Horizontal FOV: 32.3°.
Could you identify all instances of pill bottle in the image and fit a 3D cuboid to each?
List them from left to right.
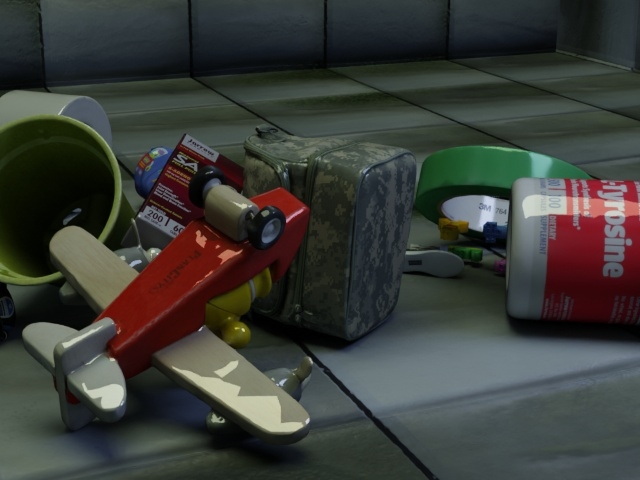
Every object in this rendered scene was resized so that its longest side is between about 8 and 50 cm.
[{"bbox_3d":[0.501,0.020,1.739,0.407,0.229,0.229,2,19,7],"label":"pill bottle"}]

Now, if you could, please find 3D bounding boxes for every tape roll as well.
[{"bbox_3d":[-0.572,-0.188,2.320,0.169,0.246,0.246,8,20,19],"label":"tape roll"},{"bbox_3d":[0.334,-0.075,1.992,0.321,0.077,0.321,10,-15,3],"label":"tape roll"}]

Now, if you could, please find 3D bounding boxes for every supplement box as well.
[{"bbox_3d":[-0.207,-0.053,1.734,0.130,0.073,0.239,30,37,-10],"label":"supplement box"}]

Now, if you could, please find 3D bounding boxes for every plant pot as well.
[{"bbox_3d":[-0.413,-0.028,1.791,0.276,0.276,0.254,4,-16,11],"label":"plant pot"}]

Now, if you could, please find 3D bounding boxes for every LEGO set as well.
[{"bbox_3d":[0.259,0.006,1.988,0.227,0.087,0.093,7,14,21],"label":"LEGO set"}]

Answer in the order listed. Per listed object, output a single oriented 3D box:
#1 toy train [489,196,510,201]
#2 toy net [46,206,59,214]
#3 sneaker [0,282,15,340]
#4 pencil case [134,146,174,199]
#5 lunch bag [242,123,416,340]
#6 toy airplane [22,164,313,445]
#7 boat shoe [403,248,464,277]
[{"bbox_3d":[0.314,-0.097,2.329,0.184,0.080,0.105,-6,10,-11],"label":"toy train"},{"bbox_3d":[-0.491,-0.045,1.999,0.122,0.045,0.232,-24,-7,-24],"label":"toy net"},{"bbox_3d":[-0.535,0.102,1.640,0.147,0.130,0.330,-4,19,-5],"label":"sneaker"},{"bbox_3d":[-0.279,-0.101,2.251,0.133,0.119,0.306,-36,31,-12],"label":"pencil case"},{"bbox_3d":[-0.013,-0.013,1.733,0.256,0.305,0.212,15,21,28],"label":"lunch bag"},{"bbox_3d":[-0.194,0.118,1.478,0.384,0.272,0.386,-8,54,8],"label":"toy airplane"},{"bbox_3d":[0.188,0.035,1.975,0.142,0.049,0.040,4,18,17],"label":"boat shoe"}]
